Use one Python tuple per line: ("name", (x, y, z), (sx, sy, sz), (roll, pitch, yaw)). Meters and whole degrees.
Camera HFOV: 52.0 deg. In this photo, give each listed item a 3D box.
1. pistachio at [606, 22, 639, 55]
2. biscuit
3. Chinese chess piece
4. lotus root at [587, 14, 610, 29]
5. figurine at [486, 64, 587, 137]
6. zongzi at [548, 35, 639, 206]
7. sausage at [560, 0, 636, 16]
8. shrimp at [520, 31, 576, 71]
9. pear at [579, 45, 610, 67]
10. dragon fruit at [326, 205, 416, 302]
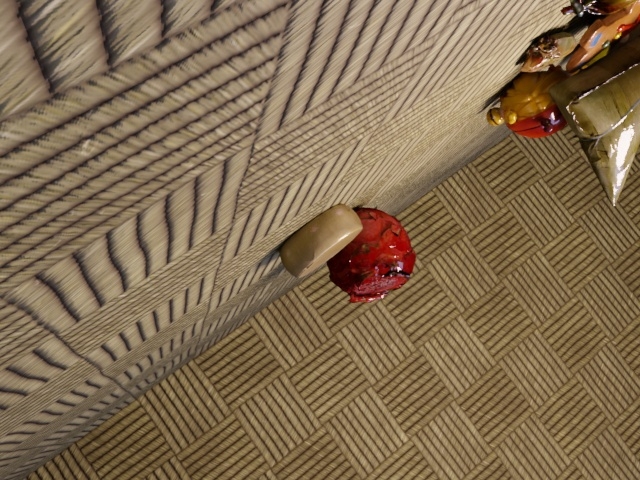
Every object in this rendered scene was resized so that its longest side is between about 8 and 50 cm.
("pistachio", (0.887, -0.555, 1.827), (0.152, 0.126, 0.223), (9, 130, -34))
("biscuit", (0.774, -0.559, 1.675), (0.324, 0.049, 0.205), (-38, 162, -13))
("Chinese chess piece", (0.000, 0.000, 1.829), (0.251, 0.097, 0.251), (-37, 174, -4))
("lotus root", (0.795, -0.605, 1.825), (0.203, 0.078, 0.183), (-38, 164, -32))
("figurine", (0.656, -0.409, 1.962), (0.320, 0.196, 0.323), (-29, 179, 27))
("zongzi", (0.859, -0.338, 1.771), (0.356, 0.393, 0.174), (-32, -161, 7))
("sausage", (0.542, -0.481, 1.085), (0.317, 0.117, 0.125), (-38, 160, 33))
("shrimp", (0.550, -0.461, 1.610), (0.145, 0.061, 0.267), (-29, -179, 28))
("pear", (0.996, -0.597, 2.204), (0.287, 0.287, 0.375), (-33, -167, -29))
("dragon fruit", (0.154, 0.044, 2.142), (0.295, 0.302, 0.295), (-29, 172, -5))
